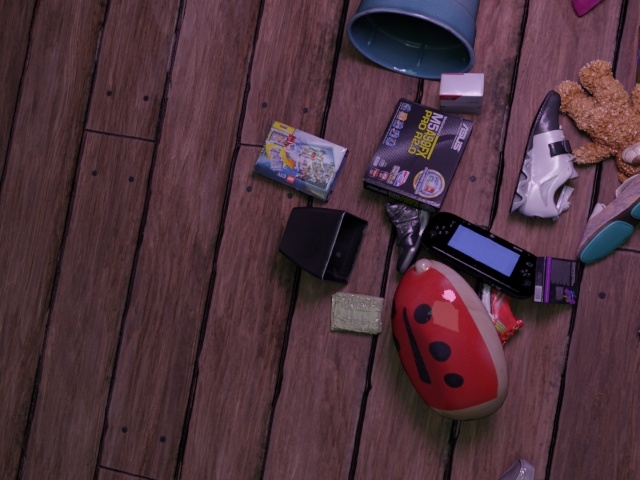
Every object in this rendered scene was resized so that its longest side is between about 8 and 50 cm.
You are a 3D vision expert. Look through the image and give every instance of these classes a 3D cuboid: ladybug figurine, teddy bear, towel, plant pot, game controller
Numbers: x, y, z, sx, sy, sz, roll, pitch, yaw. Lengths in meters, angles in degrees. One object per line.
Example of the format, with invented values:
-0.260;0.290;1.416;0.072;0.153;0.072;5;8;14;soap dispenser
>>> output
0.297;0.259;1.643;0.161;0.305;0.450;-29;104;-30;ladybug figurine
0.744;-0.301;1.700;0.245;0.113;0.338;-19;83;12;teddy bear
0.101;0.200;1.845;0.148;0.027;0.110;3;86;13;towel
0.000;0.000;1.809;0.166;0.188;0.188;19;91;25;plant pot
0.420;0.033;1.732;0.319;0.067;0.166;29;53;13;game controller
0.274;-0.647;1.722;0.341;0.341;0.334;16;83;12;plant pot

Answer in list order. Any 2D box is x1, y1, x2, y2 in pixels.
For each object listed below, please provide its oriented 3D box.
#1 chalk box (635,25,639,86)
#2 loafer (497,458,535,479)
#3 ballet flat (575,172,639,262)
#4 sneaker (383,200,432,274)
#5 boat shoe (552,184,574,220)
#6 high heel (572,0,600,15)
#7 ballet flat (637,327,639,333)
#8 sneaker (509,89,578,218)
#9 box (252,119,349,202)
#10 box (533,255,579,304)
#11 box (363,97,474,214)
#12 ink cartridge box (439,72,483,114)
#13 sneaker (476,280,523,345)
0.880;-0.504;1.672;0.132;0.132;0.213;4;87;11;chalk box
0.428;0.684;1.706;0.111;0.112;0.319;34;94;3;loafer
0.757;-0.074;1.678;0.316;0.107;0.106;-47;36;28;ballet flat
0.221;-0.026;1.806;0.130;0.087;0.228;16;87;14;sneaker
0.638;-0.095;1.748;0.035;0.035;0.100;21;84;15;boat shoe
0.779;-0.674;1.745;0.244;0.082;0.117;-16;112;-2;high heel
0.886;0.265;1.663;0.188;0.070;0.070;11;89;15;ballet flat
0.598;-0.216;1.721;0.146;0.122;0.331;13;95;14;sneaker
-0.056;-0.225;1.893;0.233;0.044;0.159;24;91;12;box
0.600;0.103;1.690;0.029;0.162;0.116;2;86;52;box
0.262;-0.228;1.784;0.216;0.060;0.270;22;74;13;box
0.373;-0.386;1.761;0.109;0.150;0.063;3;83;12;ink cartridge box
0.465;0.231;1.731;0.118;0.107;0.279;4;88;7;sneaker
